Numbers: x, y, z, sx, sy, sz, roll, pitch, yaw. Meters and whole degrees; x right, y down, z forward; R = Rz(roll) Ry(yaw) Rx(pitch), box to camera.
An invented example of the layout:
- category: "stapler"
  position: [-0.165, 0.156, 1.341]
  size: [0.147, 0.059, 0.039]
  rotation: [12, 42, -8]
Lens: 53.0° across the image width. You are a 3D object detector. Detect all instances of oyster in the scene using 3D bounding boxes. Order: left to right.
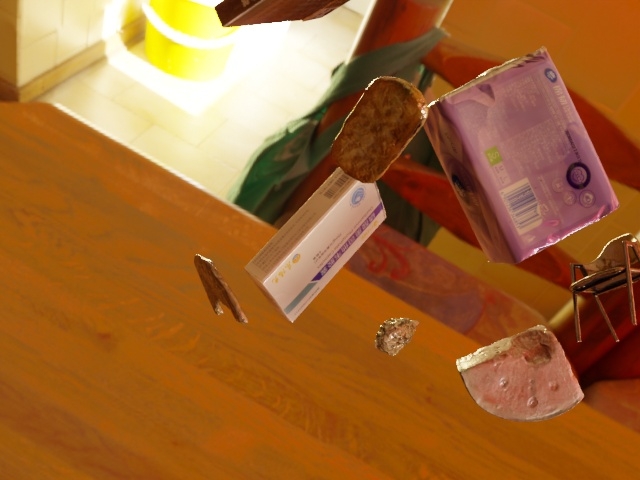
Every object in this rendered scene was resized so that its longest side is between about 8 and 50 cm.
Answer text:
- category: "oyster"
  position: [0.187, 0.235, 1.590]
  size: [0.098, 0.037, 0.100]
  rotation: [13, 70, 9]

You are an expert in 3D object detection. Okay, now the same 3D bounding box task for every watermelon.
- category: "watermelon"
  position: [0.476, 0.306, 1.567]
  size: [0.319, 0.226, 0.148]
  rotation: [13, 15, -9]

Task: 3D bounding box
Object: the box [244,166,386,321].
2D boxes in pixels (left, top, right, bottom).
- category: "box"
  position: [0.000, 0.000, 1.419]
  size: [0.065, 0.200, 0.343]
  rotation: [33, 74, 32]

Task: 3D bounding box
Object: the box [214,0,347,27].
- category: "box"
  position: [-0.024, -0.455, 1.172]
  size: [0.325, 0.180, 0.047]
  rotation: [-30, 100, -51]

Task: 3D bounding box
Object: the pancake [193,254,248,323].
- category: "pancake"
  position: [-0.179, 0.104, 1.163]
  size: [0.020, 0.184, 0.190]
  rotation: [-28, 47, -20]

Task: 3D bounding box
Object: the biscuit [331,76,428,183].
- category: "biscuit"
  position: [0.103, -0.197, 1.169]
  size: [0.118, 0.247, 0.029]
  rotation: [36, 49, -1]

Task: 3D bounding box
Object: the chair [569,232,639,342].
- category: "chair"
  position: [0.678, 0.100, 1.491]
  size: [0.172, 0.159, 0.246]
  rotation: [3, 66, -28]

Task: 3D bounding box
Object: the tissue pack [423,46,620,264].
- category: "tissue pack"
  position: [0.364, -0.157, 1.209]
  size: [0.242, 0.160, 0.338]
  rotation: [-26, 93, -9]
